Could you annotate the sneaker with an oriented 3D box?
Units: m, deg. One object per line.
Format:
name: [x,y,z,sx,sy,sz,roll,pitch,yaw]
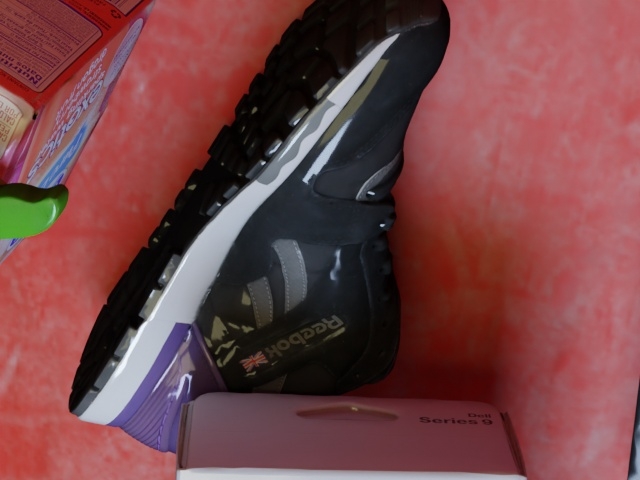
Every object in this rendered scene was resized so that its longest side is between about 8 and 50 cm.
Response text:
sneaker: [0.000,0.000,0.874,0.124,0.107,0.283,28,125,-15]

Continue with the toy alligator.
toy alligator: [-0.186,0.005,0.767,0.189,0.056,0.051,-25,107,27]

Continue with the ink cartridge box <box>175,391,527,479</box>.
ink cartridge box: [0.009,0.184,0.859,0.154,0.093,0.212,2,104,-3]

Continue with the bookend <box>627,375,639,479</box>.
bookend: [0.221,0.077,0.844,0.156,0.072,0.157,7,117,13]

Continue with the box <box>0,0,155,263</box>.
box: [-0.250,-0.109,0.851,0.300,0.154,0.142,31,120,0]
